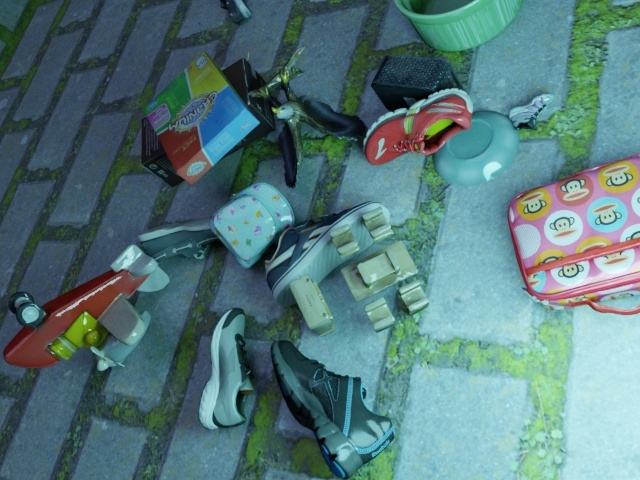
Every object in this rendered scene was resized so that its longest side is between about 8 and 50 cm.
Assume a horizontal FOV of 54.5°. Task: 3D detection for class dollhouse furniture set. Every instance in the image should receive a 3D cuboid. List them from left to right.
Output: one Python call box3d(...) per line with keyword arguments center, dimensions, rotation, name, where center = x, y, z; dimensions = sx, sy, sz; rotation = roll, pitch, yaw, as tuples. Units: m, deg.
box3d(center=(0.075, 0.091, 1.273), dimensions=(0.242, 0.161, 0.212), rotation=(-26, 75, 0), name="dollhouse furniture set")

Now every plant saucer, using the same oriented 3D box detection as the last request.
box3d(center=(0.330, -0.211, 1.348), dimensions=(0.194, 0.037, 0.195), rotation=(-15, 57, 25), name="plant saucer")

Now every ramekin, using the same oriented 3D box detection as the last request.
box3d(center=(0.337, -0.605, 1.490), dimensions=(0.303, 0.148, 0.304), rotation=(-15, 57, 25), name="ramekin")

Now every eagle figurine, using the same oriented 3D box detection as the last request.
box3d(center=(-0.051, -0.298, 1.578), dimensions=(0.298, 0.225, 0.226), rotation=(54, 145, 11), name="eagle figurine")

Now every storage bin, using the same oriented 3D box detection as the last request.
box3d(center=(0.223, -0.355, 1.441), dimensions=(0.180, 0.122, 0.084), rotation=(19, 76, 39), name="storage bin")

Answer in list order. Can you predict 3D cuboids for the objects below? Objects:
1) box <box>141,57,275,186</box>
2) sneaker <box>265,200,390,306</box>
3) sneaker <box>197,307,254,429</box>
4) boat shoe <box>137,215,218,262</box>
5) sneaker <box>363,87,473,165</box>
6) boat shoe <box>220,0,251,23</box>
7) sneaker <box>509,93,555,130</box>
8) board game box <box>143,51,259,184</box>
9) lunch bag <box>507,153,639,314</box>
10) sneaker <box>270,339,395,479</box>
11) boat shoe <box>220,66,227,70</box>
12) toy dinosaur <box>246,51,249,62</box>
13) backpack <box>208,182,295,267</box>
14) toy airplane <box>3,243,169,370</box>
box3d(center=(-0.328, -0.334, 1.781), dimensions=(0.381, 0.143, 0.191), rotation=(-25, 53, 21), name="box")
box3d(center=(0.000, 0.000, 1.386), dimensions=(0.321, 0.126, 0.127), rotation=(-39, 52, 8), name="sneaker")
box3d(center=(-0.191, 0.283, 1.382), dimensions=(0.107, 0.100, 0.272), rotation=(-2, 66, 16), name="sneaker")
box3d(center=(-0.335, -0.001, 1.646), dimensions=(0.319, 0.116, 0.099), rotation=(-8, 103, 22), name="boat shoe")
box3d(center=(0.207, -0.231, 1.367), dimensions=(0.279, 0.107, 0.118), rotation=(-27, 47, 35), name="sneaker")
box3d(center=(-0.299, -0.798, 2.067), dimensions=(0.076, 0.080, 0.229), rotation=(-35, 58, 10), name="boat shoe")
box3d(center=(0.449, -0.260, 1.300), dimensions=(0.098, 0.038, 0.069), rotation=(-26, 54, 30), name="sneaker")
box3d(center=(-0.323, -0.331, 1.646), dimensions=(0.242, 0.064, 0.317), rotation=(-41, 51, 7), name="board game box")
box3d(center=(0.490, 0.007, 1.076), dimensions=(0.293, 0.120, 0.258), rotation=(-19, 60, 25), name="lunch bag")
box3d(center=(0.012, 0.311, 1.232), dimensions=(0.139, 0.125, 0.341), rotation=(-27, 44, -17), name="sneaker")
box3d(center=(-0.386, -0.444, 1.910), dimensions=(0.267, 0.088, 0.096), rotation=(-41, 50, 8), name="boat shoe")
box3d(center=(-0.258, -0.467, 1.837), dimensions=(0.183, 0.092, 0.053), rotation=(-31, 52, 15), name="toy dinosaur")
box3d(center=(-0.155, -0.046, 1.485), dimensions=(0.188, 0.144, 0.166), rotation=(-40, 89, -4), name="backpack")
box3d(center=(-0.553, 0.189, 1.587), dimensions=(0.384, 0.273, 0.386), rotation=(-14, 21, 14), name="toy airplane")
